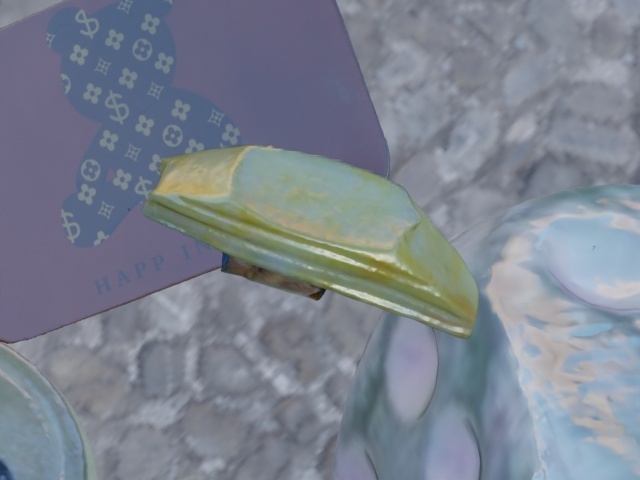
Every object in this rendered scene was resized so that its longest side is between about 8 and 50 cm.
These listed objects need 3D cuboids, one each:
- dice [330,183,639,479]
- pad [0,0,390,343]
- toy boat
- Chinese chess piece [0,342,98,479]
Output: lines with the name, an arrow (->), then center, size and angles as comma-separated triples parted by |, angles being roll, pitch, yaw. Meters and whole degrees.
dice -> 0.208, 0.182, 1.235 | 0.348, 0.330, 0.328 | 1, 41, -17
pad -> -0.103, -0.061, 1.111 | 0.267, 0.004, 0.181 | -21, 83, 14
toy boat -> 0.000, 0.000, 0.942 | 0.172, 0.066, 0.065 | 19, 49, -7
Chinese chess piece -> -0.241, 0.155, 1.150 | 0.238, 0.092, 0.237 | 7, 54, -9
